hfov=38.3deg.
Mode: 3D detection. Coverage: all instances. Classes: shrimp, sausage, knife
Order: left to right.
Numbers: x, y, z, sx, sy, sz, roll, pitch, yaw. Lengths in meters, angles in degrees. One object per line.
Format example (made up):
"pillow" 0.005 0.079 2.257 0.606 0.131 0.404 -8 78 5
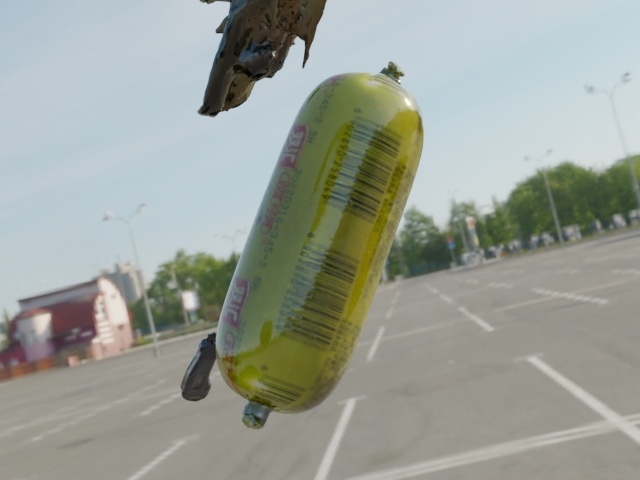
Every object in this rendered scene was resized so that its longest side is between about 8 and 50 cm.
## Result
"knife" -0.119 0.129 0.930 0.031 0.018 0.121 -2 -35 -24
"shrimp" -0.061 -0.206 0.541 0.173 0.253 0.058 25 20 18
"sausage" 0.000 0.000 0.812 0.123 0.347 0.123 20 -10 4
